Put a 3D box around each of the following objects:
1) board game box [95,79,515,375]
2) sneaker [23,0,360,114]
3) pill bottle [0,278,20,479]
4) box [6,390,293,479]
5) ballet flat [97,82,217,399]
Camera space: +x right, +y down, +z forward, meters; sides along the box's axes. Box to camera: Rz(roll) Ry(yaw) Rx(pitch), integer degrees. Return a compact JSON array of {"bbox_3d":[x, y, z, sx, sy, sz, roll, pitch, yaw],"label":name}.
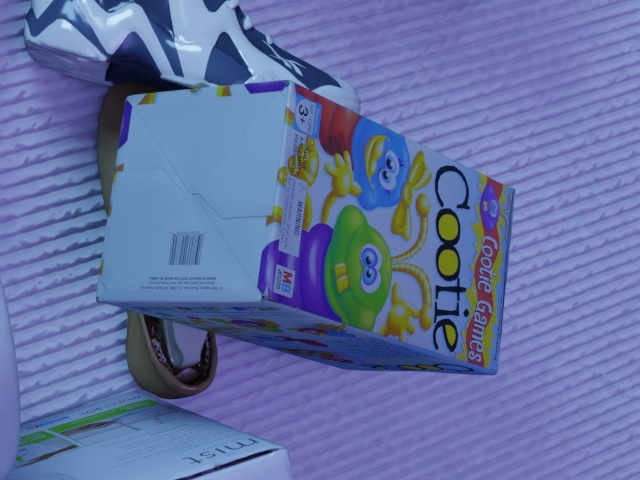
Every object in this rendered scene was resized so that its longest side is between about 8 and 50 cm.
[{"bbox_3d":[0.000,0.000,1.157,0.275,0.144,0.142,21,72,-51],"label":"board game box"},{"bbox_3d":[-0.073,-0.168,1.160,0.235,0.094,0.153,15,81,-1],"label":"sneaker"},{"bbox_3d":[-0.371,0.081,0.953,0.363,0.210,0.210,-12,101,-23],"label":"pill bottle"},{"bbox_3d":[-0.175,0.200,1.081,0.262,0.231,0.127,-15,103,-30],"label":"box"},{"bbox_3d":[-0.105,0.000,1.192,0.080,0.073,0.232,-13,101,-28],"label":"ballet flat"}]
